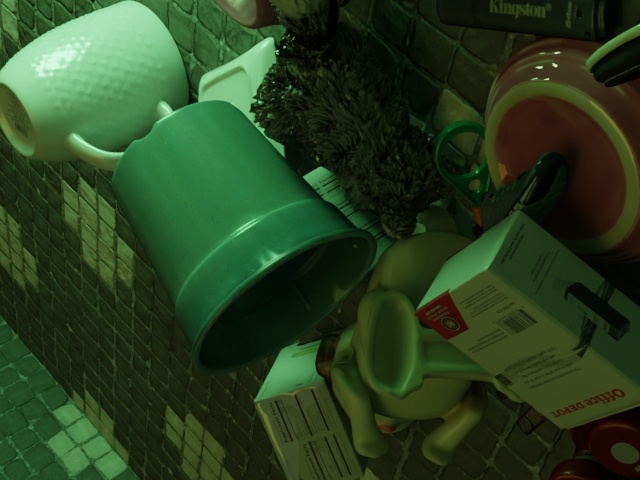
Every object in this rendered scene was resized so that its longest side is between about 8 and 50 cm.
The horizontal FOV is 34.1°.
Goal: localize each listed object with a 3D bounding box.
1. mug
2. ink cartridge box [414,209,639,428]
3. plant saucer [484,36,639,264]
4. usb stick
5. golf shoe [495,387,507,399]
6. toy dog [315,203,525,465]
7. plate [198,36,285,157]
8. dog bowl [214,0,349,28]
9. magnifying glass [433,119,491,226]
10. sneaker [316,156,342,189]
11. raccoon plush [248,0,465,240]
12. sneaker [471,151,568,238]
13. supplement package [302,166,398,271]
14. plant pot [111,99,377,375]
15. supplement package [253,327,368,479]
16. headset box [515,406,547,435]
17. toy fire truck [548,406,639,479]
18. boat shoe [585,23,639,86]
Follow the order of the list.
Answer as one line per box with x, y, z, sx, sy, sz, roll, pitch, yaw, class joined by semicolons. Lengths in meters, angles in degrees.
-0.447;-0.275;2.100;0.374;0.328;0.276;42;144;25;mug
0.295;0.113;1.393;0.273;0.114;0.197;39;149;-6;ink cartridge box
0.342;-0.109;1.399;0.332;0.084;0.332;34;140;35;plant saucer
0.263;-0.310;1.371;0.278;0.045;0.077;19;111;44;usb stick
0.327;0.190;1.686;0.186;0.067;0.086;113;145;-50;golf shoe
0.128;0.177;1.727;0.408;0.285;0.395;120;142;-58;toy dog
-0.158;-0.207;1.931;0.277;0.045;0.278;-12;82;56;plate
-0.122;-0.493;1.535;0.408;0.150;0.408;53;167;17;dog bowl
0.235;-0.077;1.583;0.026;0.092;0.231;-113;0;-62;magnifying glass
0.014;-0.167;1.809;0.175;0.067;0.064;53;149;12;sneaker
0.051;-0.169;1.509;0.299;0.216;0.446;45;-177;16;raccoon plush
0.256;-0.052;1.410;0.098;0.083;0.223;48;147;26;sneaker
0.000;0.000;1.882;0.203;0.149;0.194;55;146;6;supplement package
-0.142;-0.021;1.664;0.334;0.341;0.341;53;147;22;plant pot
0.000;0.322;2.011;0.145;0.262;0.204;-19;102;14;supplement package
0.362;0.274;1.695;0.032;0.062;0.083;48;147;16;headset box
0.483;0.321;1.479;0.254;0.169;0.302;31;132;8;toy fire truck
0.442;-0.214;1.140;0.340;0.127;0.113;-22;87;47;boat shoe
